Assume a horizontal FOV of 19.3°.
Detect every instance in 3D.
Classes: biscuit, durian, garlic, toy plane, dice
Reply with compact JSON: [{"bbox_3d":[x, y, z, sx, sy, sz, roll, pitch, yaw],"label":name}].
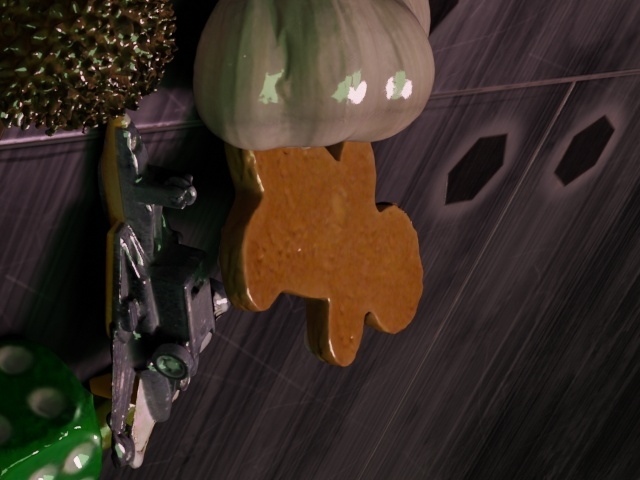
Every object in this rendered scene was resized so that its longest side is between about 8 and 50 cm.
[{"bbox_3d":[0.000,0.000,1.635,0.340,0.047,0.216,21,71,-60],"label":"biscuit"},{"bbox_3d":[-0.163,-0.124,1.298,0.188,0.091,0.148,-46,152,0],"label":"durian"},{"bbox_3d":[0.012,-0.147,1.444,0.229,0.143,0.178,-31,139,-36],"label":"garlic"},{"bbox_3d":[-0.131,0.021,1.520,0.316,0.103,0.204,96,16,-45],"label":"toy plane"},{"bbox_3d":[-0.254,0.167,1.511,0.128,0.120,0.131,-25,143,-35],"label":"dice"}]

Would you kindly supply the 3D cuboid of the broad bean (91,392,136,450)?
[{"bbox_3d":[-0.206,0.167,1.657,0.213,0.048,0.070,-42,152,-9],"label":"broad bean"}]
